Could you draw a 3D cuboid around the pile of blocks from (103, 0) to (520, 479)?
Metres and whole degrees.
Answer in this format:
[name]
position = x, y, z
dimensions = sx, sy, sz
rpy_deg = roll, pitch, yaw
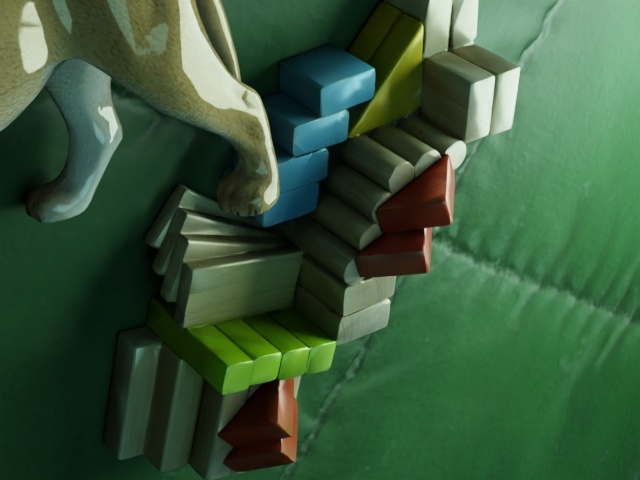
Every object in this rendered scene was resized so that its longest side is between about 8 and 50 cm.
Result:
[pile of blocks]
position = 0.000, 0.000, 0.820
dimensions = 0.149, 0.113, 0.362
rpy_deg = 22, 100, -48

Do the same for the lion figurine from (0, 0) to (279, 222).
[lion figurine]
position = -0.168, -0.081, 0.615
dimensions = 0.392, 0.142, 0.240
rpy_deg = -34, 129, -42
